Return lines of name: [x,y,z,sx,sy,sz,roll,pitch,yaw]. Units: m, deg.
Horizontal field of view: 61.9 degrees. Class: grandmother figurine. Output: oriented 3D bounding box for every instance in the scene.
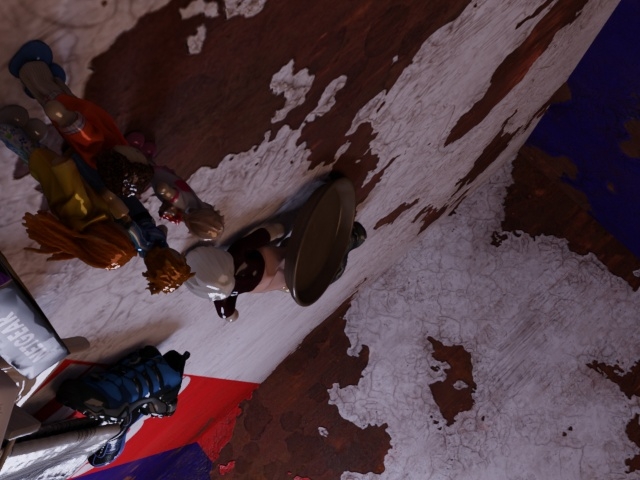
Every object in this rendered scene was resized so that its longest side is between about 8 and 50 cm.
grandmother figurine: [-0.138,0.058,0.989,0.342,0.104,0.208,8,100,-69]

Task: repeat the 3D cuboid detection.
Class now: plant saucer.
plant saucer: [0.000,0.000,1.093,0.278,0.041,0.278,-54,155,-39]

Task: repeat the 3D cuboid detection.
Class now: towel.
towel: [-0.513,0.414,0.888,0.312,0.056,0.324,-44,164,3]

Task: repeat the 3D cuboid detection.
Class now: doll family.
doll family: [-0.179,-0.030,0.468,0.118,0.163,0.263,-43,166,-1]

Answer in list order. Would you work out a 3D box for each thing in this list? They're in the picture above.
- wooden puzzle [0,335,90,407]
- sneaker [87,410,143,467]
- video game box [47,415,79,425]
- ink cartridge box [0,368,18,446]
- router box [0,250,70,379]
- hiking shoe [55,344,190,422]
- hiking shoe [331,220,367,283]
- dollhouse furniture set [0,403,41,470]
wooden puzzle: [-0.472,0.207,0.558,0.348,0.080,0.322,-41,166,11]
sneaker: [-0.469,0.421,1.176,0.232,0.081,0.090,-55,160,16]
video game box: [-0.562,0.421,0.976,0.205,0.048,0.187,-45,163,7]
ink cartridge box: [-0.335,0.127,0.282,0.232,0.168,0.171,15,94,-55]
router box: [-0.279,0.031,0.440,0.046,0.133,0.179,-36,165,-25]
hiking shoe: [-0.359,0.253,0.988,0.304,0.113,0.132,42,64,-70]
hiking shoe: [0.023,0.039,1.418,0.114,0.086,0.227,-5,136,-47]
dollhouse furniture set: [-0.384,0.226,0.480,0.184,0.129,0.129,-64,164,1]
